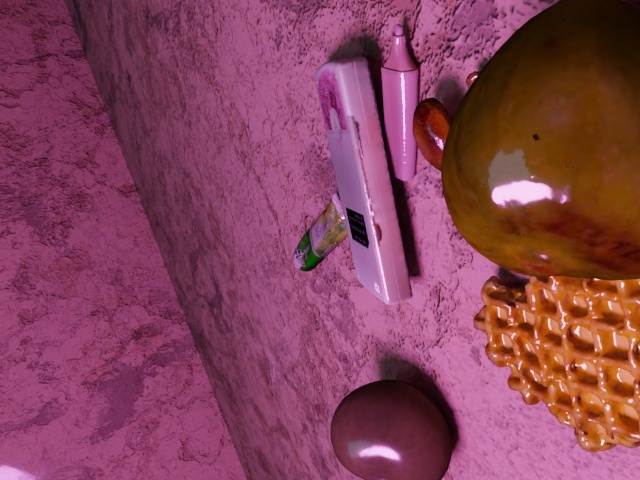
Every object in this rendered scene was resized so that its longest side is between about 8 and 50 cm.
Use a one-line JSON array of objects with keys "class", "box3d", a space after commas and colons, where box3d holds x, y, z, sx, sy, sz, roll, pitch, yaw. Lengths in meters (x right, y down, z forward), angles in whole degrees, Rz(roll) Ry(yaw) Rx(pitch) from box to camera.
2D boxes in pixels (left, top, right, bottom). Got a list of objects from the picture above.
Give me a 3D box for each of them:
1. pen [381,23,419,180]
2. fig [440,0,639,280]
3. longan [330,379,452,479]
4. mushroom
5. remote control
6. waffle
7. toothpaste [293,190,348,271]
[{"class": "pen", "box3d": [0.102, -0.174, 0.744, 0.053, 0.032, 0.197, 38, 141, 49]}, {"class": "fig", "box3d": [0.205, -0.082, 0.466, 0.203, 0.203, 0.225, -5, 69, 63]}, {"class": "longan", "box3d": [0.110, 0.299, 0.899, 0.189, 0.189, 0.189, 41, 141, 44]}, {"class": "mushroom", "box3d": [0.141, -0.136, 0.653, 0.088, 0.073, 0.129, -88, 8, -47]}, {"class": "remote control", "box3d": [0.060, -0.085, 0.832, 0.145, 0.050, 0.343, -141, 37, -71]}, {"class": "waffle", "box3d": [0.264, 0.097, 0.594, 0.249, 0.056, 0.253, 47, 147, 38]}, {"class": "toothpaste", "box3d": [0.000, 0.000, 1.040, 0.078, 0.047, 0.248, 62, 150, 12]}]
